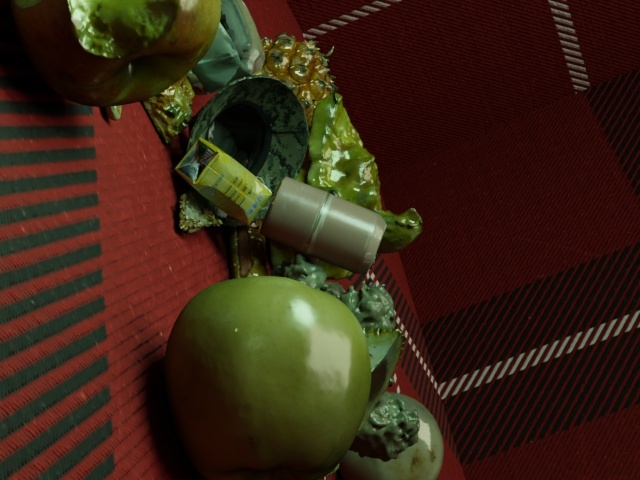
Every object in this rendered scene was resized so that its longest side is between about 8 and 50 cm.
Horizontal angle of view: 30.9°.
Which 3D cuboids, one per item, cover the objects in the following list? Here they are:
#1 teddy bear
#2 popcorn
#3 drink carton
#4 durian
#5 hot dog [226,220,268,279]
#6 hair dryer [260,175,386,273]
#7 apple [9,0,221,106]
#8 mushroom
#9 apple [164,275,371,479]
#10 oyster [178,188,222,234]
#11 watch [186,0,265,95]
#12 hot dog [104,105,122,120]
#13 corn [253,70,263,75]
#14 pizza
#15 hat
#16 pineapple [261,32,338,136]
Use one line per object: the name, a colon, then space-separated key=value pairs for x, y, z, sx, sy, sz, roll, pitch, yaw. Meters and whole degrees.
teddy bear: x=0.010 y=0.153 z=1.943 sx=0.368 sy=0.224 sz=0.357 roll=-108 pitch=-179 yaw=-52
popcorn: x=0.001 y=-0.074 z=2.204 sx=0.321 sy=0.290 sz=0.326 roll=56 pitch=12 yaw=-8
drink carton: x=-0.136 y=-0.078 z=1.822 sx=0.074 sy=0.084 sz=0.200 roll=34 pitch=-3 yaw=44
durian: x=-0.004 y=0.247 z=1.646 sx=0.166 sy=0.306 sz=0.172 roll=-9 pitch=-71 yaw=54
hot dog: x=-0.121 y=0.023 z=1.940 sx=0.286 sy=0.061 sz=0.088 roll=-100 pitch=177 yaw=-45
hair dryer: x=0.000 y=0.000 z=1.981 sx=0.344 sy=0.189 sz=0.107 roll=108 pitch=4 yaw=-79
apple: x=-0.246 y=-0.285 z=1.355 sx=0.226 sy=0.246 sz=0.246 roll=63 pitch=8 yaw=12
mushroom: x=0.113 y=0.385 z=2.136 sx=0.207 sy=0.207 sz=0.215 roll=69 pitch=-24 yaw=2
apple: x=-0.059 y=0.170 z=1.380 sx=0.262 sy=0.262 sz=0.262 roll=-22 pitch=90 yaw=-81
oyster: x=-0.194 y=-0.041 z=1.742 sx=0.086 sy=0.029 sz=0.132 roll=48 pitch=16 yaw=19
watch: x=-0.209 y=-0.377 z=1.974 sx=0.253 sy=0.161 sz=0.241 roll=66 pitch=5 yaw=34
hot dog: x=-0.286 y=-0.205 z=1.582 sx=0.030 sy=0.034 sz=0.090 roll=74 pitch=18 yaw=-61
corn: x=-0.185 y=-0.380 z=2.374 sx=0.093 sy=0.093 sz=0.244 roll=-101 pitch=168 yaw=-49
pizza: x=-0.248 y=-0.249 z=1.818 sx=0.292 sy=0.058 sz=0.197 roll=47 pitch=23 yaw=-66
hat: x=-0.148 y=-0.163 z=1.905 sx=0.128 sy=0.265 sz=0.265 roll=33 pitch=-20 yaw=45
pineapple: x=-0.026 y=-0.314 z=2.765 sx=0.344 sy=0.209 sz=0.286 roll=49 pitch=22 yaw=-68
